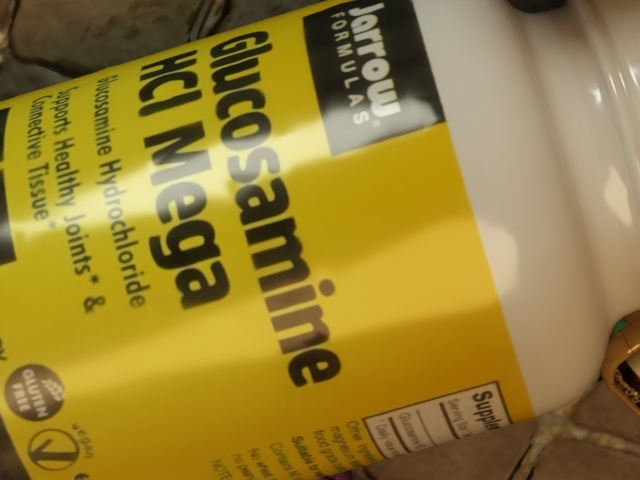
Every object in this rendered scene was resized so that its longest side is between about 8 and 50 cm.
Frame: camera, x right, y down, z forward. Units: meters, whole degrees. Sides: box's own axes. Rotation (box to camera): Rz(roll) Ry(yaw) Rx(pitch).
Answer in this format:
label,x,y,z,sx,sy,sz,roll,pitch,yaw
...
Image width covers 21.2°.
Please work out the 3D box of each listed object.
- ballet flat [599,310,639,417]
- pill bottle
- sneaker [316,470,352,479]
label,x,y,z,sx,sy,sz,roll,pitch,yaw
ballet flat,0.205,0.099,0.845,0.232,0.073,0.080,39,112,-24
pill bottle,0.000,0.000,0.702,0.333,0.188,0.188,-17,121,6
sneaker,-0.005,0.150,0.855,0.236,0.095,0.105,23,110,-16
